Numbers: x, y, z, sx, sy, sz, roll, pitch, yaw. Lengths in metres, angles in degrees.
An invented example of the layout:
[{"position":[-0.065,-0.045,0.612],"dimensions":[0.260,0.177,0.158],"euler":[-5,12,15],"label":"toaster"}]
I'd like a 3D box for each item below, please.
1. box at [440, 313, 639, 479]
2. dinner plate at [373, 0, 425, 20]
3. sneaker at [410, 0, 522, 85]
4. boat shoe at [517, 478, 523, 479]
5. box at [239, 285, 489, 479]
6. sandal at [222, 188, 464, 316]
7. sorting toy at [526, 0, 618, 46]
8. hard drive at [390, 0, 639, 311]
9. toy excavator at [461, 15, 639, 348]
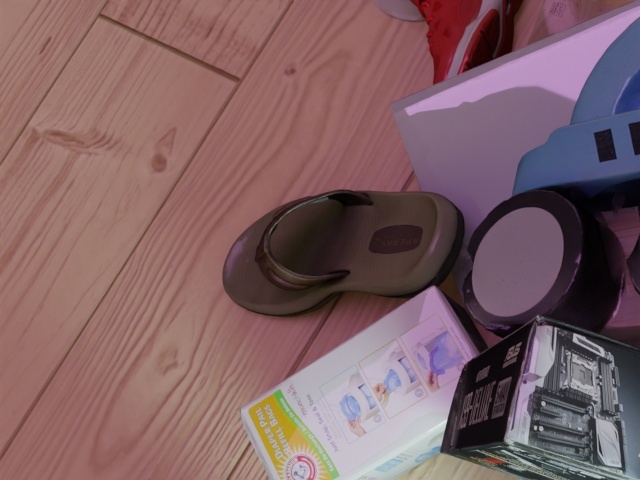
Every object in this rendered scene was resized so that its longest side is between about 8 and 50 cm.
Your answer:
[{"position":[0.246,0.146,0.645],"dimensions":[0.307,0.242,0.076],"euler":[17,77,3],"label":"box"},{"position":[0.113,-0.299,1.077],"dimensions":[0.141,0.017,0.141],"euler":[-8,69,22],"label":"dinner plate"},{"position":[0.122,-0.213,1.004],"dimensions":[0.128,0.087,0.221],"euler":[12,70,32],"label":"sneaker"},{"position":[0.202,0.167,0.807],"dimensions":[0.088,0.096,0.267],"euler":[-7,68,18],"label":"boat shoe"},{"position":[0.052,0.143,0.870],"dimensions":[0.203,0.114,0.103],"euler":[-33,67,9],"label":"box"},{"position":[0.001,-0.002,0.931],"dimensions":[0.303,0.086,0.120],"euler":[-12,63,50],"label":"sandal"},{"position":[0.244,-0.134,0.917],"dimensions":[0.132,0.046,0.274],"euler":[23,99,20],"label":"sorting toy"},{"position":[0.237,-0.083,0.872],"dimensions":[0.307,0.040,0.203],"euler":[-21,88,18],"label":"hard drive"},{"position":[0.338,-0.122,0.686],"dimensions":[0.433,0.222,0.445],"euler":[-10,61,50],"label":"toy excavator"}]
